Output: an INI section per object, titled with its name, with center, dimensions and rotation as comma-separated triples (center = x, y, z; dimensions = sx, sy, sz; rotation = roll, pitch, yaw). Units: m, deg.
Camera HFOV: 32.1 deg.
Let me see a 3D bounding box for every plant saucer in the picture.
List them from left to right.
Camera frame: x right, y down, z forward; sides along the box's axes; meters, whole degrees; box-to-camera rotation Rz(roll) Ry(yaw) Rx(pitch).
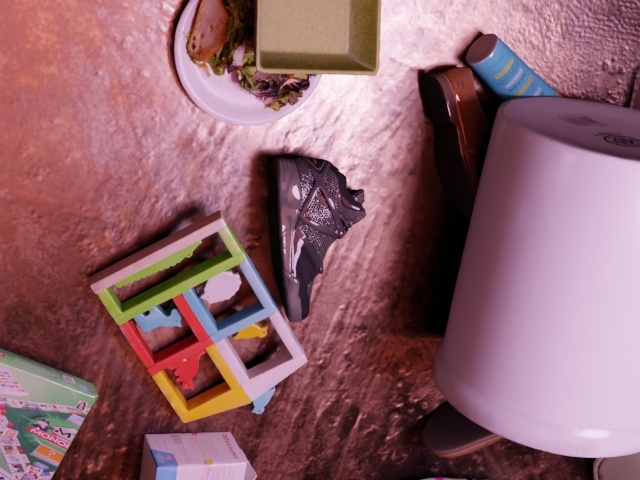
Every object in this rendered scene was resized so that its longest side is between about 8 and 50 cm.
[plant saucer]
center = -0.011, -0.296, 1.347
dimensions = 0.188, 0.045, 0.188
rotation = -5, 101, -37

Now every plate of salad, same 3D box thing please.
[plate of salad]
center = -0.081, -0.236, 1.374
dimensions = 0.200, 0.048, 0.199
rotation = -7, 111, -19

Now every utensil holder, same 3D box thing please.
[utensil holder]
center = 0.345, 0.037, 1.461
dimensions = 0.328, 0.327, 0.385
rotation = 1, 113, -21

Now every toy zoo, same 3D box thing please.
[toy zoo]
center = -0.146, 0.122, 1.471
dimensions = 0.192, 0.030, 0.293
rotation = -26, 117, 3

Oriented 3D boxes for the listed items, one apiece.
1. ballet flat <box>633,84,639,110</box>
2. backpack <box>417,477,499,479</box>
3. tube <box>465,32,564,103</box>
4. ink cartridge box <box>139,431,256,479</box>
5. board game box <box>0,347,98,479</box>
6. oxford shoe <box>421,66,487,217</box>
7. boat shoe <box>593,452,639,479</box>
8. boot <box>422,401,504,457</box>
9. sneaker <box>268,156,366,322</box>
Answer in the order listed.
[ballet flat]
center = 0.518, -0.238, 1.578
dimensions = 0.096, 0.095, 0.280
rotation = 23, 100, -14
[backpack]
center = 0.211, 0.479, 1.679
dimensions = 0.254, 0.191, 0.225
rotation = 13, 105, -19
[tube]
center = 0.281, -0.202, 1.527
dimensions = 0.080, 0.052, 0.207
rotation = -47, 124, 9
[ink cartridge box]
center = -0.167, 0.323, 1.522
dimensions = 0.143, 0.092, 0.089
rotation = 2, 109, -21
[board game box]
center = -0.472, 0.224, 1.397
dimensions = 0.317, 0.046, 0.213
rotation = 27, 97, -27
[oxford shoe]
center = 0.199, -0.133, 1.507
dimensions = 0.076, 0.076, 0.212
rotation = -23, 117, -24
[boat shoe]
center = 0.508, 0.310, 1.764
dimensions = 0.113, 0.127, 0.340
rotation = -40, 129, -36
[boot]
center = 0.298, 0.266, 1.677
dimensions = 0.305, 0.112, 0.115
rotation = -24, 126, -13
[sneaker]
center = 0.000, 0.000, 1.469
dimensions = 0.130, 0.087, 0.227
rotation = -3, 105, -13
